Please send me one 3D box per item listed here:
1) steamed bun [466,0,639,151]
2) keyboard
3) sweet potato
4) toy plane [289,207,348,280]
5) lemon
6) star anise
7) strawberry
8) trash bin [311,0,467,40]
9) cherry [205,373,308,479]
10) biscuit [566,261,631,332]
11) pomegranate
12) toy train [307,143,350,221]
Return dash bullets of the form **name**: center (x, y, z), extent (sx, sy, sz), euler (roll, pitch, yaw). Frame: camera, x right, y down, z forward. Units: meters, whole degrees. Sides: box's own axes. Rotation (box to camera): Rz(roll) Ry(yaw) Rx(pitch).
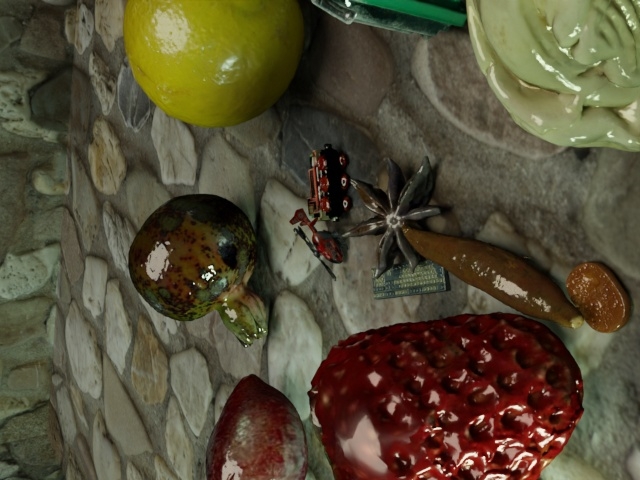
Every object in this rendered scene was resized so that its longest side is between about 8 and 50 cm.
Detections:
- **steamed bun**: center (0.260, -0.230, 0.745), extent (0.203, 0.289, 0.276), euler (26, 119, 55)
- **keyboard**: center (0.140, 0.062, 1.204), extent (0.176, 0.014, 0.055), euler (-13, 80, 55)
- **sweet potato**: center (0.229, 0.035, 1.014), extent (0.314, 0.066, 0.072), euler (34, 89, 42)
- **toy plane**: center (0.000, 0.000, 1.323), extent (0.145, 0.060, 0.037), euler (53, 156, -22)
- **lemon**: center (-0.193, -0.366, 1.360), extent (0.348, 0.347, 0.348), euler (11, 104, 54)
- **star anise**: center (0.114, -0.038, 1.171), extent (0.180, 0.061, 0.205), euler (13, 106, 33)
- **strawberry**: center (0.165, 0.229, 0.981), extent (0.345, 0.295, 0.318), euler (-39, 33, 31)
- **trash bin**: center (0.116, -0.493, 0.971), extent (0.381, 0.259, 0.295), euler (-56, 50, 34)
- **cherry**: center (-0.124, 0.411, 1.459), extent (0.230, 0.202, 0.300), euler (74, -165, -79)
- **biscuit**: center (0.336, 0.071, 0.917), extent (0.078, 0.015, 0.091), euler (-56, 50, 46)
- **pomegranate**: center (-0.230, 0.075, 1.561), extent (0.341, 0.285, 0.285), euler (47, 137, 6)
- **toy train**: center (0.010, -0.100, 1.337), extent (0.087, 0.050, 0.138), euler (-5, 90, 59)
